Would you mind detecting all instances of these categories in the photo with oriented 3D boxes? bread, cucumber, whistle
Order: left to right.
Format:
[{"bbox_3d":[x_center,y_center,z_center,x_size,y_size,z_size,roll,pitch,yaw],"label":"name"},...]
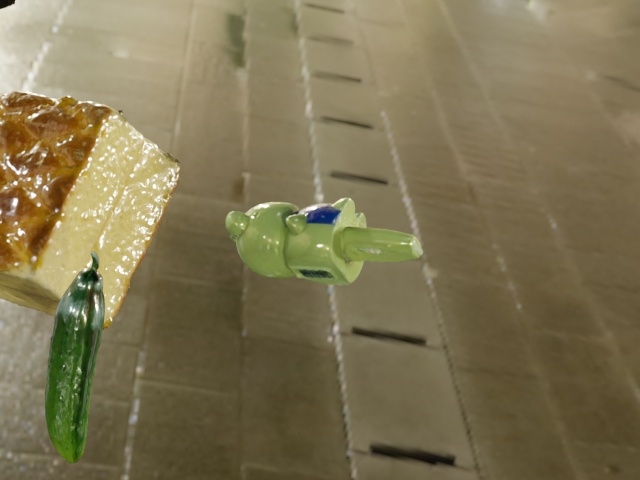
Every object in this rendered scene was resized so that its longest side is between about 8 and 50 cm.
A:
[{"bbox_3d":[-0.393,-0.050,1.837,0.279,0.279,0.207,15,-18,35],"label":"bread"},{"bbox_3d":[-0.270,0.128,1.400,0.056,0.250,0.056,10,13,-2],"label":"cucumber"},{"bbox_3d":[0.000,0.000,1.369,0.227,0.105,0.085,1,63,27],"label":"whistle"}]

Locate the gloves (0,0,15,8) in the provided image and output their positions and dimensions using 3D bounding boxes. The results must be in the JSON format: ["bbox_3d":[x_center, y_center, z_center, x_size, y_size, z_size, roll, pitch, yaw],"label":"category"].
[{"bbox_3d":[-0.210,-0.300,0.949,0.135,0.268,0.107,33,-9,-33],"label":"gloves"}]
